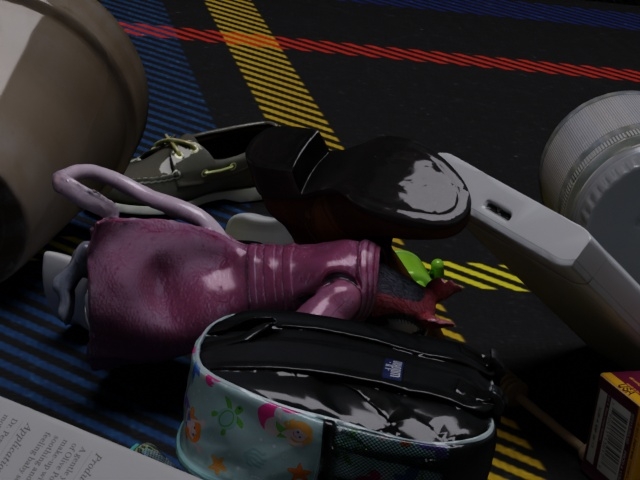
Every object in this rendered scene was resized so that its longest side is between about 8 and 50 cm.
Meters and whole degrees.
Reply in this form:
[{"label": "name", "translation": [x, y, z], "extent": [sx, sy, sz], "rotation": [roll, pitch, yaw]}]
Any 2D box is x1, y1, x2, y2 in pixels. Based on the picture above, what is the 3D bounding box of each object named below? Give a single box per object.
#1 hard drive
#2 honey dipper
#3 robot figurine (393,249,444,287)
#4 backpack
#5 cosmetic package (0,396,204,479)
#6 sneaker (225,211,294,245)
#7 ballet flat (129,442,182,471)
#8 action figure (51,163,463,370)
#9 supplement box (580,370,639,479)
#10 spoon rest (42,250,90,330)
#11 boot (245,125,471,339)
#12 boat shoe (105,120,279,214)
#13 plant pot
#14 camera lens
[{"label": "hard drive", "translation": [0.270, 0.055, 1.748], "extent": [0.353, 0.047, 0.233], "rotation": [40, -4, -41]}, {"label": "honey dipper", "translation": [0.219, 0.175, 1.722], "extent": [0.030, 0.030, 0.160], "rotation": [-4, 27, -30]}, {"label": "robot figurine", "translation": [0.091, 0.052, 1.943], "extent": [0.101, 0.067, 0.115], "rotation": [-14, 23, -3]}, {"label": "backpack", "translation": [0.008, 0.158, 1.437], "extent": [0.253, 0.191, 0.225], "rotation": [16, 17, 0]}, {"label": "cosmetic package", "translation": [-0.086, 0.259, 1.064], "extent": [0.365, 0.155, 0.197], "rotation": [20, 66, 25]}, {"label": "sneaker", "translation": [0.000, 0.000, 2.004], "extent": [0.121, 0.079, 0.217], "rotation": [-8, 17, -40]}, {"label": "ballet flat", "translation": [-0.164, 0.218, 1.400], "extent": [0.070, 0.070, 0.188], "rotation": [16, 24, 19]}, {"label": "action figure", "translation": [-0.050, 0.040, 1.658], "extent": [0.370, 0.276, 0.248], "rotation": [-4, 13, 6]}, {"label": "supplement box", "translation": [0.352, 0.182, 1.641], "extent": [0.188, 0.104, 0.081], "rotation": [-1, 21, -25]}, {"label": "spoon rest", "translation": [-0.209, 0.048, 1.844], "extent": [0.137, 0.084, 0.276], "rotation": [17, 8, 21]}, {"label": "boot", "translation": [0.068, 0.024, 1.748], "extent": [0.264, 0.280, 0.096], "rotation": [8, 51, 33]}, {"label": "boat shoe", "translation": [-0.169, -0.094, 2.198], "extent": [0.305, 0.091, 0.109], "rotation": [-11, 27, -42]}, {"label": "plant pot", "translation": [-0.374, -0.101, 1.888], "extent": [0.323, 0.323, 0.280], "rotation": [10, 36, 3]}, {"label": "camera lens", "translation": [0.391, -0.050, 2.122], "extent": [0.219, 0.219, 0.274], "rotation": [7, 20, -5]}]
